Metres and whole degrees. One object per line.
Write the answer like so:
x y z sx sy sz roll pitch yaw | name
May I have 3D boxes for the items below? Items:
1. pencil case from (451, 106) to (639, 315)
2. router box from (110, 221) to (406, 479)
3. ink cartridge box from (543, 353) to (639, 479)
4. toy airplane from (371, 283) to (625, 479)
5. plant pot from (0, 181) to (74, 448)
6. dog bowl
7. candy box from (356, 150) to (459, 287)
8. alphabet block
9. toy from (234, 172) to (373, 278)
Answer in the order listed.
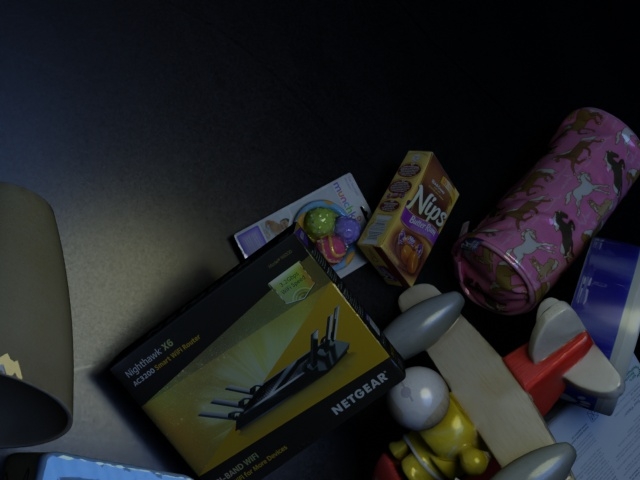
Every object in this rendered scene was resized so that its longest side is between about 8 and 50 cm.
0.374 -0.053 1.781 0.167 0.160 0.386 47 63 -3 | pencil case
-0.080 0.164 1.446 0.309 0.081 0.243 -37 99 9 | router box
0.478 0.399 1.798 0.324 0.071 0.330 -35 98 -31 | ink cartridge box
0.217 0.227 1.512 0.272 0.386 0.384 23 69 -35 | toy airplane
-0.406 0.075 1.310 0.256 0.256 0.274 18 56 -24 | plant pot
0.438 0.131 1.695 0.104 0.265 0.265 16 68 15 | dog bowl
0.138 -0.035 1.691 0.109 0.053 0.187 51 58 -40 | candy box
-0.287 0.363 1.323 0.193 0.197 0.192 18 73 -24 | alphabet block
0.000 0.000 1.630 0.237 0.056 0.137 -29 96 -29 | toy
